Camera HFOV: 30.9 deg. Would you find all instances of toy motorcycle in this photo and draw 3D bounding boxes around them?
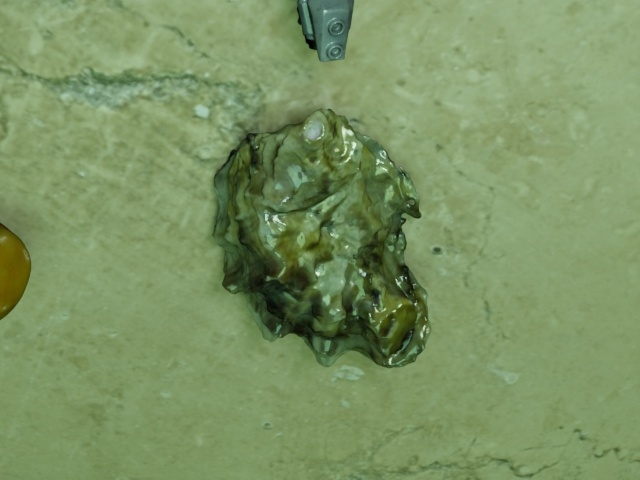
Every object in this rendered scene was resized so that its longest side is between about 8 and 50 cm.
[{"bbox_3d":[0.015,-0.258,1.045,0.080,0.122,0.215,-9,131,-16],"label":"toy motorcycle"}]

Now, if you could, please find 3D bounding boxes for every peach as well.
[{"bbox_3d":[-0.385,0.034,1.251,0.138,0.138,0.138,-2,129,-3],"label":"peach"}]

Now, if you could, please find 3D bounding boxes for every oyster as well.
[{"bbox_3d":[0.000,0.001,1.260,0.238,0.115,0.351,-4,130,-1],"label":"oyster"}]
